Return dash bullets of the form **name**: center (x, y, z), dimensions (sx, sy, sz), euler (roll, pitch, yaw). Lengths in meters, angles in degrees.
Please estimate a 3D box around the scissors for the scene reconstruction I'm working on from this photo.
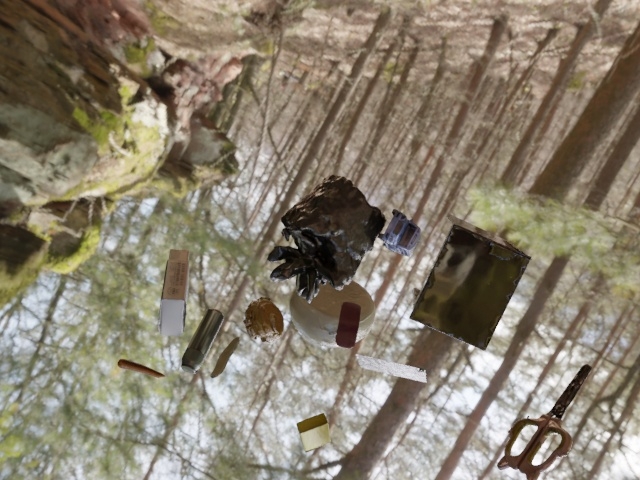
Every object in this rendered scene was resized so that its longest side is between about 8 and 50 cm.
- **scissors**: center (0.512, 0.391, 1.264), dimensions (0.024, 0.317, 0.160), euler (51, 158, -18)

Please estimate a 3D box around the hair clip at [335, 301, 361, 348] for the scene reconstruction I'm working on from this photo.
- **hair clip**: center (0.072, 0.213, 1.472), dimensions (0.054, 0.137, 0.022), euler (13, 141, 0)

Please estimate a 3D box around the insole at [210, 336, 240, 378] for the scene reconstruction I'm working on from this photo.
- **insole**: center (-0.298, 0.364, 1.792), dimensions (0.010, 0.063, 0.192), euler (56, -155, -16)

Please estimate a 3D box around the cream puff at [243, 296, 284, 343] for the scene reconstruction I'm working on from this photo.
- **cream puff**: center (-0.166, 0.231, 1.631), dimensions (0.133, 0.104, 0.119), euler (58, -154, 8)

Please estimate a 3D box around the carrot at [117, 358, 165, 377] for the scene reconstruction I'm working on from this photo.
- **carrot**: center (-0.691, 0.499, 2.211), dimensions (0.190, 0.037, 0.037), euler (23, -173, -18)

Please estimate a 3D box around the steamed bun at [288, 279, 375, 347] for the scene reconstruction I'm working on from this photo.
- **steamed bun**: center (0.032, 0.240, 1.855), dimensions (0.282, 0.177, 0.283), euler (12, -150, -7)

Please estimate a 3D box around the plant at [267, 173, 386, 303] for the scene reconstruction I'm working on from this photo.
- **plant**: center (0.000, 0.000, 1.262), dimensions (0.188, 0.276, 0.199), euler (38, 178, -21)

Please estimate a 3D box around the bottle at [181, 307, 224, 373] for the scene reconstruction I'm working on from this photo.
- **bottle**: center (-0.441, 0.379, 2.152), dimensions (0.079, 0.254, 0.096), euler (3, 139, 24)

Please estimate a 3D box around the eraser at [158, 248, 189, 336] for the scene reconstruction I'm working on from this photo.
- **eraser**: center (-0.375, 0.131, 1.479), dimensions (0.067, 0.125, 0.210), euler (4, -145, -12)

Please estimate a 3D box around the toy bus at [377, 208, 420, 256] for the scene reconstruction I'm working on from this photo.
- **toy bus**: center (0.180, -0.012, 1.258), dimensions (0.076, 0.073, 0.167), euler (29, 178, 14)

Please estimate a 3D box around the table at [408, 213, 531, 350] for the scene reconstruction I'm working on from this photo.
- **table**: center (0.358, 0.089, 1.438), dimensions (0.196, 0.251, 0.282), euler (23, -168, 4)

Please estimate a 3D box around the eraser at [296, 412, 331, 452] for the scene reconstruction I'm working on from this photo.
- **eraser**: center (-0.020, 0.622, 1.845), dimensions (0.045, 0.097, 0.122), euler (-121, 18, -47)

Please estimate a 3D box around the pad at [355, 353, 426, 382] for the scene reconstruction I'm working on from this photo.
- **pad**: center (0.266, 0.484, 2.151), dimensions (0.264, 0.009, 0.160), euler (9, 152, 18)
